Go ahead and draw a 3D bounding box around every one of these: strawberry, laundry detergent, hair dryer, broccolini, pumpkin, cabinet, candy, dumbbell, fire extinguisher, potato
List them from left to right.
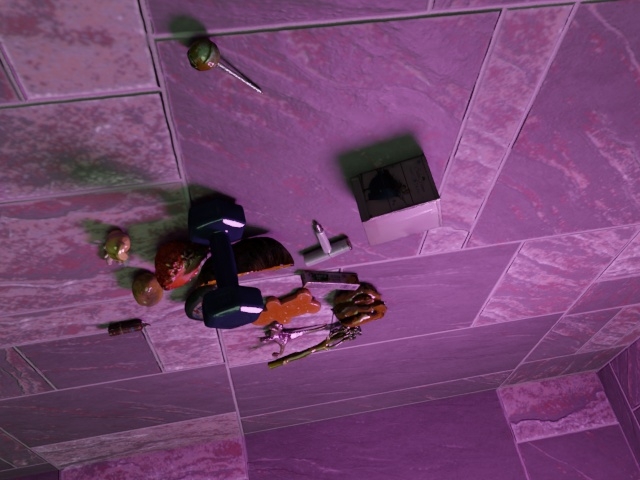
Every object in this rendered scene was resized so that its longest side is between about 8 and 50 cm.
[{"bbox_3d":[-0.645,0.292,2.036,0.132,0.039,0.056,-11,158,-3],"label":"fire extinguisher"},{"bbox_3d":[-0.520,0.146,1.816,0.091,0.070,0.138,-8,150,-18],"label":"potato"},{"bbox_3d":[-0.406,0.058,1.699,0.175,0.107,0.236,-38,176,-46],"label":"strawberry"},{"bbox_3d":[-0.344,0.175,1.926,0.144,0.078,0.222,5,142,-30],"label":"laundry detergent"},{"bbox_3d":[-0.245,0.059,1.532,0.144,0.325,0.160,-32,150,35],"label":"dumbbell"},{"bbox_3d":[-0.182,-0.335,1.200,0.061,0.061,0.202,-29,153,25],"label":"candy"},{"bbox_3d":[-0.223,0.053,1.679,0.278,0.111,0.163,-13,180,2],"label":"pumpkin"},{"bbox_3d":[-0.024,0.413,2.388,0.392,0.079,0.074,-21,164,3],"label":"broccolini"},{"bbox_3d":[-0.008,0.002,1.811,0.155,0.044,0.183,-24,142,15],"label":"hair dryer"},{"bbox_3d":[0.203,-0.104,1.608,0.206,0.145,0.150,-16,149,6],"label":"cabinet"}]

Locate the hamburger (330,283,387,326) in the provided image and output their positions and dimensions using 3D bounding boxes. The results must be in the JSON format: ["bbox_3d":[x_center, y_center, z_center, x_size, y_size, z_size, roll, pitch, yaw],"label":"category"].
[{"bbox_3d":[0.141,0.256,2.183,0.183,0.130,0.206,-20,150,16],"label":"hamburger"}]

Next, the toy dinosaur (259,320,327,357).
[{"bbox_3d":[-0.125,0.370,2.326,0.251,0.072,0.200,24,126,-33],"label":"toy dinosaur"}]

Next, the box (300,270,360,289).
[{"bbox_3d":[0.033,0.134,2.019,0.207,0.050,0.041,5,141,-26],"label":"box"}]

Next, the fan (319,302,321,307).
[{"bbox_3d":[-0.092,0.256,2.200,0.193,0.016,0.038,-11,151,-4],"label":"fan"}]

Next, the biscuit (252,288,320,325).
[{"bbox_3d":[-0.135,0.241,2.138,0.250,0.036,0.165,-21,139,10],"label":"biscuit"}]

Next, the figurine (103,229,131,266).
[{"bbox_3d":[-0.547,0.033,1.630,0.083,0.083,0.187,3,155,-24],"label":"figurine"}]
